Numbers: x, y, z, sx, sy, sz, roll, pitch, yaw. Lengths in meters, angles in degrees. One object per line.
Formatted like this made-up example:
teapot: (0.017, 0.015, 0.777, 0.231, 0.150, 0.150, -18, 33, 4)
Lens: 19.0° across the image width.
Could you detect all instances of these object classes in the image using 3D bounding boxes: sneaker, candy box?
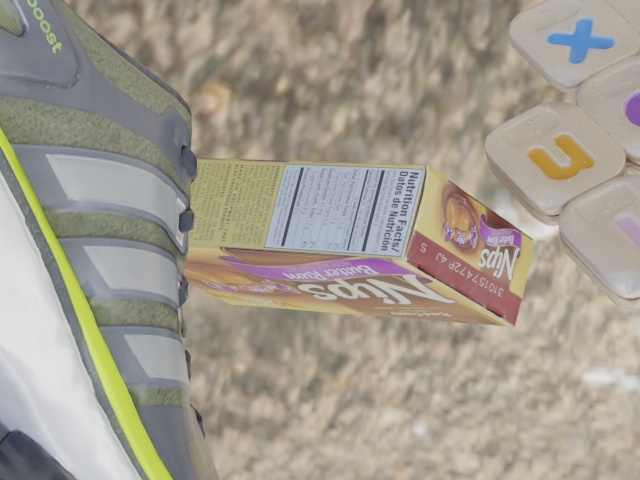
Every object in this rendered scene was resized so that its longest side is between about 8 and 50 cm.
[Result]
sneaker: (-0.068, 0.021, 0.526, 0.111, 0.121, 0.300, 1, 128, 33)
candy box: (0.000, 0.000, 0.969, 0.187, 0.053, 0.109, 5, 164, 37)

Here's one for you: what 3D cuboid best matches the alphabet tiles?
alphabet tiles: (0.233, -0.070, 0.973, 0.284, 0.278, 0.021, -27, 135, -13)
